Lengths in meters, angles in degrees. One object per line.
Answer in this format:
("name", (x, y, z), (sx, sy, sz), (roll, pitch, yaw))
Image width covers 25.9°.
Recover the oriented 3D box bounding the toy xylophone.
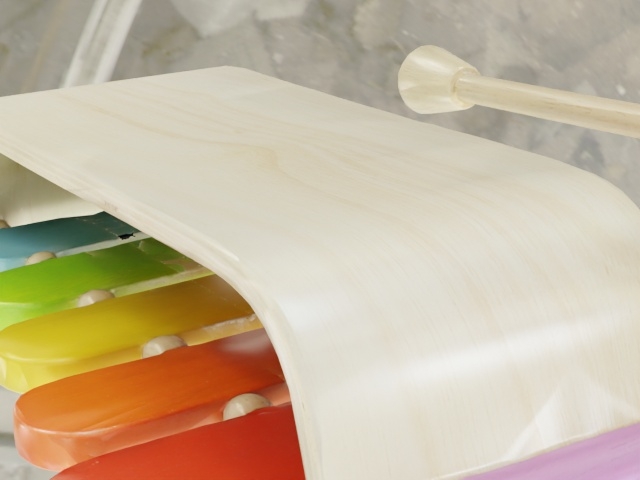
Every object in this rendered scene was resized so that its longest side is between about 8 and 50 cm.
("toy xylophone", (0.000, 0.000, 0.453), (0.236, 0.323, 0.081), (-10, 110, -22))
